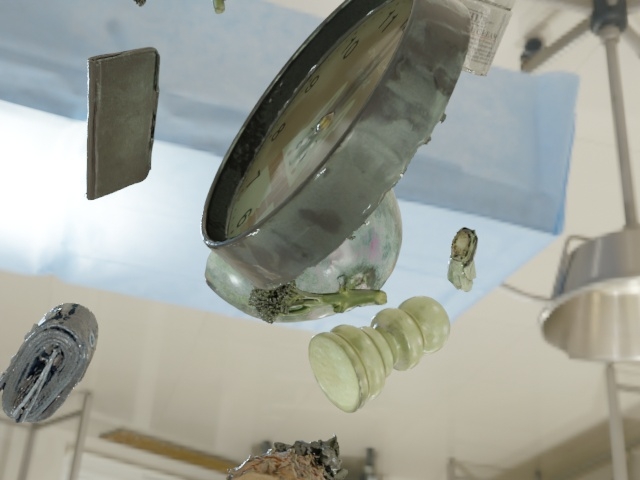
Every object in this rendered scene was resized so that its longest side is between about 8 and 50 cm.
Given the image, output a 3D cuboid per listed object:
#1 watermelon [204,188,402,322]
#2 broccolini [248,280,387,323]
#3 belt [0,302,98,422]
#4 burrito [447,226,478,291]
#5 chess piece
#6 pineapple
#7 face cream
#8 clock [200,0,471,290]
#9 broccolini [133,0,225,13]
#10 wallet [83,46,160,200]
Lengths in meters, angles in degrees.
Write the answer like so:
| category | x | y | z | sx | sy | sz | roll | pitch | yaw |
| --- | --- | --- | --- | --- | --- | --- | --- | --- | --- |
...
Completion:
| category | x | y | z | sx | sy | sz | roll | pitch | yaw |
| --- | --- | --- | --- | --- | --- | --- | --- | --- | --- |
| watermelon | 0.004 | 0.005 | 1.432 | 0.322 | 0.175 | 0.188 | -33 | 157 | -17 |
| broccolini | 0.005 | 0.070 | 1.284 | 0.216 | 0.058 | 0.067 | -3 | -174 | -37 |
| belt | -0.465 | 0.217 | 1.661 | 0.122 | 0.128 | 0.218 | 33 | 109 | -10 |
| burrito | 0.206 | 0.037 | 1.417 | 0.044 | 0.074 | 0.118 | 10 | 149 | 10 |
| chess piece | 0.119 | 0.181 | 1.699 | 0.251 | 0.144 | 0.144 | -24 | 167 | -32 |
| pineapple | -0.024 | 0.365 | 1.406 | 0.141 | 0.170 | 0.310 | -47 | 163 | 15 |
| face cream | 0.213 | -0.361 | 1.567 | 0.177 | 0.177 | 0.153 | 13 | 106 | -17 |
| clock | 0.006 | -0.127 | 1.066 | 0.076 | 0.386 | 0.386 | 35 | 142 | -21 |
| broccolini | -0.243 | -0.414 | 1.592 | 0.062 | 0.271 | 0.123 | 5 | 118 | -46 |
| wallet | -0.406 | -0.241 | 1.991 | 0.045 | 0.172 | 0.318 | 34 | 131 | 31 |
